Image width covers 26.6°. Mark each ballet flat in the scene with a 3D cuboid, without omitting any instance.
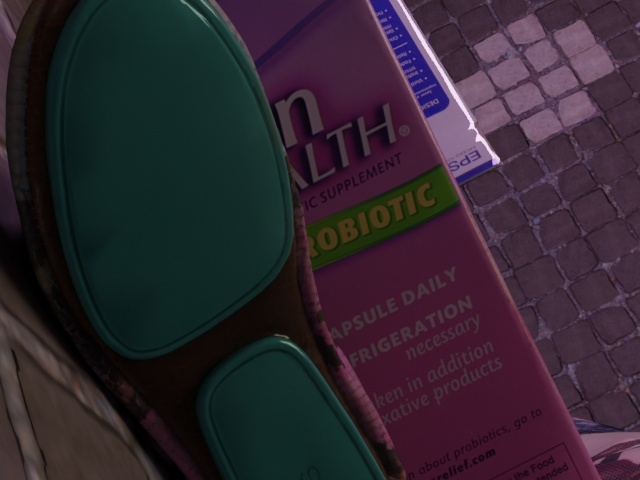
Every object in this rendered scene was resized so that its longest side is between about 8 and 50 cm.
[{"bbox_3d":[-0.036,0.016,0.390,0.079,0.077,0.221,35,-26,55],"label":"ballet flat"}]

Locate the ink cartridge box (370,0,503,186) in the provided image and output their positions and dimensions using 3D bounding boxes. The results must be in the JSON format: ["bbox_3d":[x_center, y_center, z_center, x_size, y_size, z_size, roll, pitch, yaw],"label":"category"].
[{"bbox_3d":[-0.001,-0.104,0.950,0.065,0.165,0.332,61,4,-47],"label":"ink cartridge box"}]

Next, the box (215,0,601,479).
[{"bbox_3d":[0.000,0.000,0.565,0.243,0.117,0.213,61,4,-15],"label":"box"}]

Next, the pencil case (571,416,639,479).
[{"bbox_3d":[0.153,0.175,0.555,0.410,0.160,0.183,165,-59,-80],"label":"pencil case"}]
